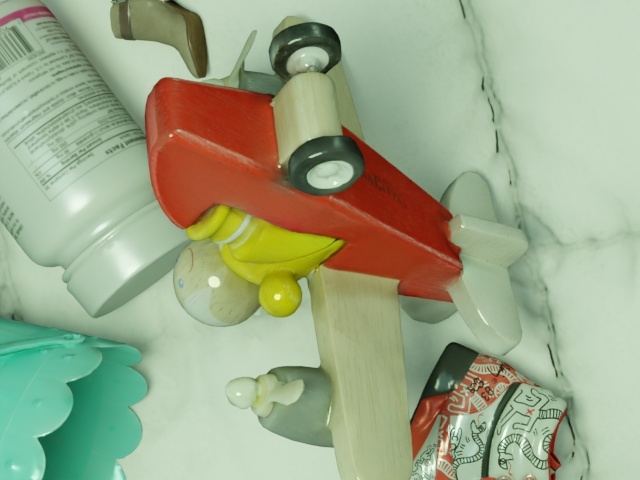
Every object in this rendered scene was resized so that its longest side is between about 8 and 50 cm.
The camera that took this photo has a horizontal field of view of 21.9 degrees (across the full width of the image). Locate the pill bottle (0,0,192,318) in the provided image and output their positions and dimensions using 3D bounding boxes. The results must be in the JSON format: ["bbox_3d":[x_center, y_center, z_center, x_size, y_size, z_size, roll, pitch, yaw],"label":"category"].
[{"bbox_3d":[-0.248,-0.076,1.572,0.160,0.160,0.283,-38,85,9],"label":"pill bottle"}]

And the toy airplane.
[{"bbox_3d":[0.000,0.000,1.457,0.272,0.386,0.384,-28,98,25],"label":"toy airplane"}]

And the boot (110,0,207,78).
[{"bbox_3d":[-0.162,-0.210,1.618,0.087,0.042,0.118,-9,89,16],"label":"boot"}]

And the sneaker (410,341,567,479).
[{"bbox_3d":[0.132,0.243,1.548,0.145,0.090,0.270,24,93,11],"label":"sneaker"}]

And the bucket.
[{"bbox_3d":[-0.300,0.201,1.543,0.183,0.281,0.281,16,94,12],"label":"bucket"}]
